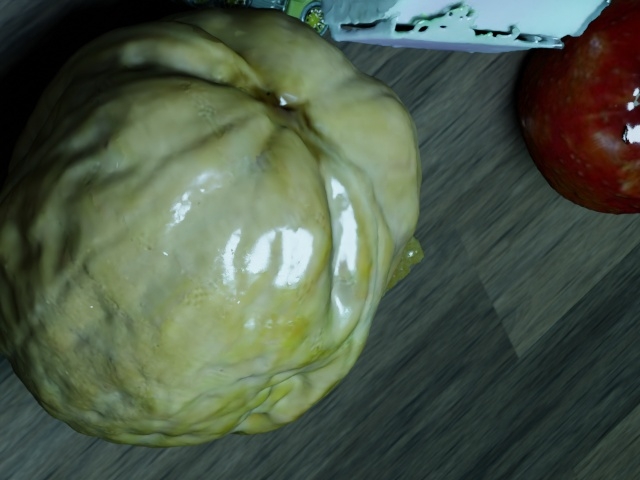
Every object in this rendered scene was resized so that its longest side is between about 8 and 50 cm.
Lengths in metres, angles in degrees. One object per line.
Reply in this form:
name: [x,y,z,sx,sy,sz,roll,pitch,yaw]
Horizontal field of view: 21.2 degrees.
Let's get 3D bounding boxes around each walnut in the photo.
walnut: [-0.093,0.002,1.231,0.306,0.306,0.344,-10,160,-38]

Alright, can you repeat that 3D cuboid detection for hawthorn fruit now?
hawthorn fruit: [0.287,-0.131,1.533,0.230,0.210,0.266,-40,177,8]

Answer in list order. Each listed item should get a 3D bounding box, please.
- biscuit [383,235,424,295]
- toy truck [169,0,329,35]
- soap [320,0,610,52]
biscuit: [0.006,-0.010,1.522,0.131,0.026,0.237,-45,139,-9]
toy truck: [-0.057,-0.214,1.275,0.169,0.077,0.100,9,99,-42]
soap: [0.116,-0.355,1.158,0.156,0.261,0.446,-1,95,-39]
